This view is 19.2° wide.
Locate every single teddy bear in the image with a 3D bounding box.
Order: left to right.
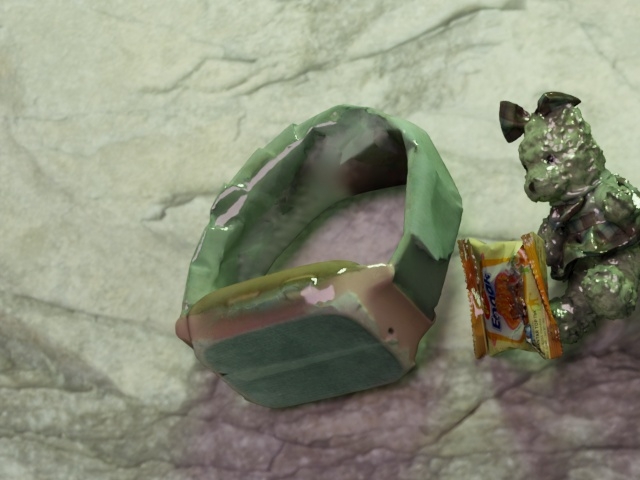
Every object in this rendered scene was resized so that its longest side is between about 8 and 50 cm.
[{"bbox_3d":[0.232,-0.027,1.607,0.133,0.111,0.213,-26,75,58],"label":"teddy bear"}]

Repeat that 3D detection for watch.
[{"bbox_3d":[0.000,0.000,1.694,0.253,0.162,0.241,-15,57,22],"label":"watch"}]

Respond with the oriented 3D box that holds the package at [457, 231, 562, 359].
[{"bbox_3d":[0.160,0.048,1.615,0.120,0.031,0.108,-7,91,63],"label":"package"}]
